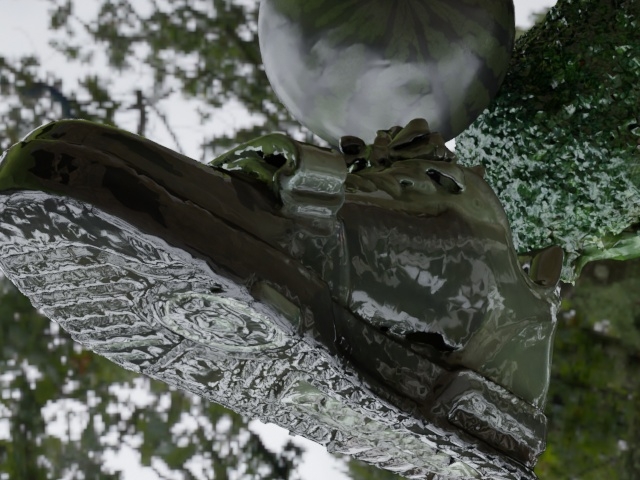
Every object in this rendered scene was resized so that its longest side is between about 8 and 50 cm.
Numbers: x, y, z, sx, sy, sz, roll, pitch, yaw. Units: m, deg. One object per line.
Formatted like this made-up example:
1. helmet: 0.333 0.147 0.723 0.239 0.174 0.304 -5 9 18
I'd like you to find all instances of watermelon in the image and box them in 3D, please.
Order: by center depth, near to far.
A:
1. watermelon: 0.053 -0.167 0.900 0.212 0.212 0.212 3 -157 -1

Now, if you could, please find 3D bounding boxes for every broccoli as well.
1. broccoli: 0.261 -0.093 0.988 0.275 0.308 0.308 22 -155 1

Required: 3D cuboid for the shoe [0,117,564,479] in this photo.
1. shoe: 0.002 -0.001 0.478 0.109 0.149 0.293 -11 144 45
